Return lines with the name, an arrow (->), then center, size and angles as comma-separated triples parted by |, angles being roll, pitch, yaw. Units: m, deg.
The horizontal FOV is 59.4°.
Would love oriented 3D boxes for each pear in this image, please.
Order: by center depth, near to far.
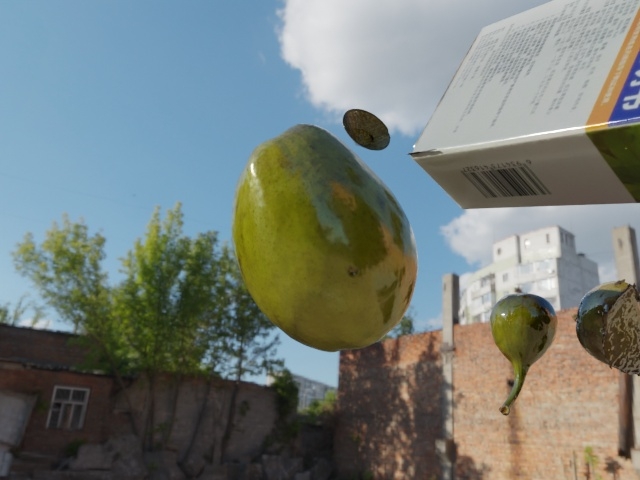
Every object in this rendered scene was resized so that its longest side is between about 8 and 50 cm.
pear -> 0.000, 0.000, 0.780 | 0.253, 0.307, 0.253 | -32, 4, 2

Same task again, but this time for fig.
fig -> 0.367, 0.209, 1.029 | 0.124, 0.236, 0.124 | 13, -27, 7

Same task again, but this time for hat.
hat -> 0.110, -0.280, 1.514 | 0.146, 0.146, 0.067 | 12, -36, -22

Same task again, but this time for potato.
potato -> 0.423, 0.139, 0.836 | 0.172, 0.100, 0.089 | 55, -16, -28

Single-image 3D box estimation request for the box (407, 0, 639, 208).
box -> 0.254, -0.140, 0.532 | 0.106, 0.200, 0.299 | 40, -20, -28
